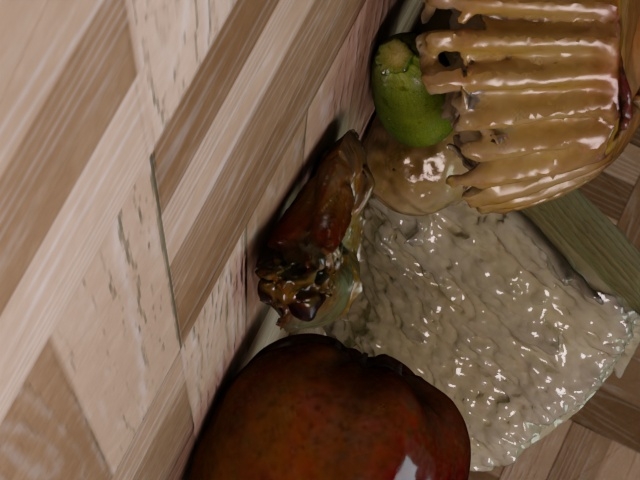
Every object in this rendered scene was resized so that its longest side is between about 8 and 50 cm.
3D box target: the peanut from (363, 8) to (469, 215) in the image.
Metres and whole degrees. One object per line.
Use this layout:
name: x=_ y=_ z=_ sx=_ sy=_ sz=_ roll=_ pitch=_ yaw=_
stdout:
peanut: x=0.121 y=-0.125 z=1.437 sx=0.110 sy=0.120 sz=0.236 roll=38 pitch=82 yaw=-47

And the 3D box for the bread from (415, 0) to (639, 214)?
bread: x=0.146 y=-0.144 z=1.158 sx=0.274 sy=0.149 sz=0.274 roll=5 pitch=90 yaw=-76

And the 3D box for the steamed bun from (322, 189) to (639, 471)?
steamed bun: x=0.137 y=0.054 z=1.611 sx=0.272 sy=0.290 sz=0.273 roll=-44 pitch=170 yaw=22

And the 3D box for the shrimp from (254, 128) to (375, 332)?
shrimp: x=-0.001 y=0.000 z=1.179 sx=0.267 sy=0.061 sz=0.145 roll=-34 pitch=140 yaw=-73

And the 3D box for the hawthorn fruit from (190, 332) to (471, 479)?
hawthorn fruit: x=0.001 y=0.199 z=1.308 sx=0.208 sy=0.208 sz=0.248 roll=-24 pitch=129 yaw=-82

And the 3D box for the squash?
squash: x=0.067 y=-0.113 z=1.281 sx=0.066 sy=0.066 sz=0.201 roll=-64 pitch=169 yaw=-3
